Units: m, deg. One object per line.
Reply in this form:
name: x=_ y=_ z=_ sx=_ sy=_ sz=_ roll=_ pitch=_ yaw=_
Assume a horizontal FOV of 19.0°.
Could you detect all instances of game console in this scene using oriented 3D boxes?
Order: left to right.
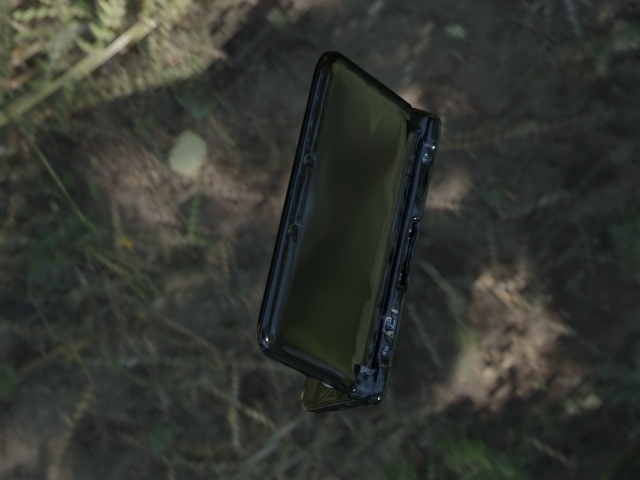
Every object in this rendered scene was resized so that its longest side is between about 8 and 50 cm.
game console: x=0.000 y=0.000 z=0.766 sx=0.071 sy=0.107 sz=0.122 roll=18 pitch=75 yaw=-19
